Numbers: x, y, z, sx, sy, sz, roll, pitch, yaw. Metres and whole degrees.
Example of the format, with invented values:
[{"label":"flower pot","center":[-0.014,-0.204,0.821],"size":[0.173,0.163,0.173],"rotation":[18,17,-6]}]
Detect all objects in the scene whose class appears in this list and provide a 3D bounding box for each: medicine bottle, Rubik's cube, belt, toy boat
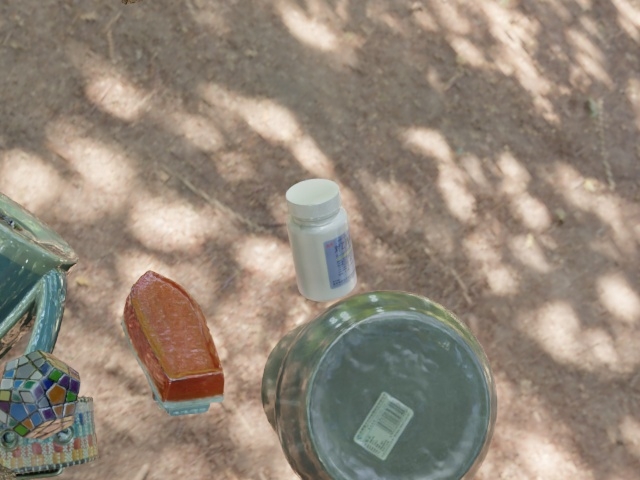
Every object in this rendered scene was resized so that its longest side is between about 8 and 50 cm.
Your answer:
[{"label":"medicine bottle","center":[0.000,0.000,1.609],"size":[0.103,0.103,0.186],"rotation":[-47,138,-47]},{"label":"Rubik's cube","center":[-0.343,0.189,1.187],"size":[0.111,0.093,0.111],"rotation":[-6,41,5]},{"label":"belt","center":[-0.533,0.357,1.755],"size":[0.207,0.258,0.150],"rotation":[32,50,-76]},{"label":"toy boat","center":[-0.280,0.190,1.778],"size":[0.145,0.133,0.332],"rotation":[-4,38,-26]}]

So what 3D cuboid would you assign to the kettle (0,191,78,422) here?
[{"label":"kettle","center":[-0.541,0.115,1.468],"size":[0.319,0.342,0.247],"rotation":[36,0,18]}]

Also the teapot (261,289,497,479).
[{"label":"teapot","center":[0.047,0.214,1.190],"size":[0.253,0.344,0.300],"rotation":[13,82,-10]}]

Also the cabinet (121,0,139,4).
[{"label":"cabinet","center":[-0.187,-0.368,1.041],"size":[0.175,0.148,0.215],"rotation":[34,38,17]}]

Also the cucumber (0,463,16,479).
[{"label":"cucumber","center":[-0.497,0.317,1.361],"size":[0.067,0.245,0.067],"rotation":[-2,62,4]}]
